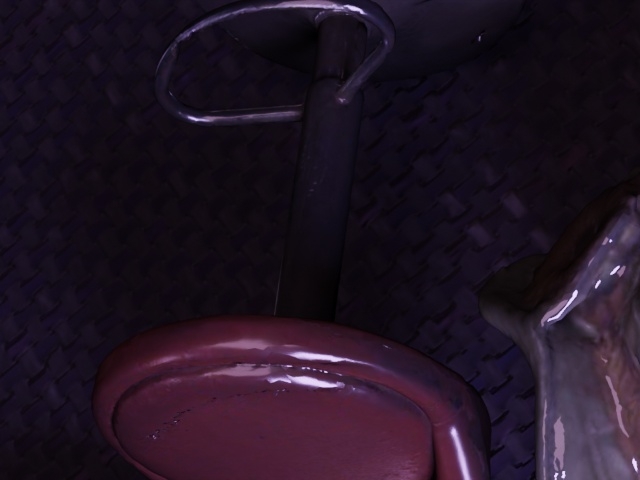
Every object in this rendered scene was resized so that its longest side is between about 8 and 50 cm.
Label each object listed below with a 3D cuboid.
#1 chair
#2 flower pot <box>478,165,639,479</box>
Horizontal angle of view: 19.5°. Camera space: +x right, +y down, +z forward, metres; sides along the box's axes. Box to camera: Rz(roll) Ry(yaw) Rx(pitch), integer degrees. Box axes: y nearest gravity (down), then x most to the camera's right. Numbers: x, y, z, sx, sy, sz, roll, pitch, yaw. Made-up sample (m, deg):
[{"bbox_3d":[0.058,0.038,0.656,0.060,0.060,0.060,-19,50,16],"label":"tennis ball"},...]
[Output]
[{"bbox_3d":[0.000,0.000,1.059,0.227,0.226,0.401,-6,58,21],"label":"chair"},{"bbox_3d":[0.225,0.071,0.961,0.213,0.302,0.301,-27,65,15],"label":"flower pot"}]
